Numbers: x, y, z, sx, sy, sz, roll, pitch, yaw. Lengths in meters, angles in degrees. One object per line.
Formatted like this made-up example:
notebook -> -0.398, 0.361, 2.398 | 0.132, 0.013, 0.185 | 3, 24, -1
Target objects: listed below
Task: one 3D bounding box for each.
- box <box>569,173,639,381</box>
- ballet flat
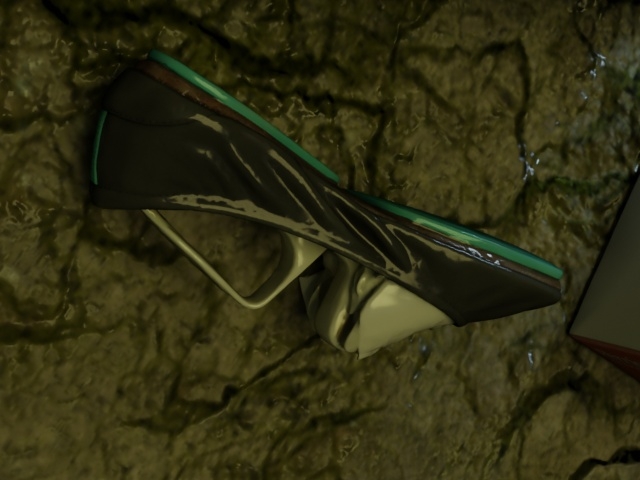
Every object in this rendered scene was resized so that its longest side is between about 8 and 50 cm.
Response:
box -> 0.372, 0.077, 0.893 | 0.345, 0.215, 0.168 | 32, 79, -31
ballet flat -> 0.000, 0.000, 0.724 | 0.280, 0.095, 0.096 | 27, 91, -22
